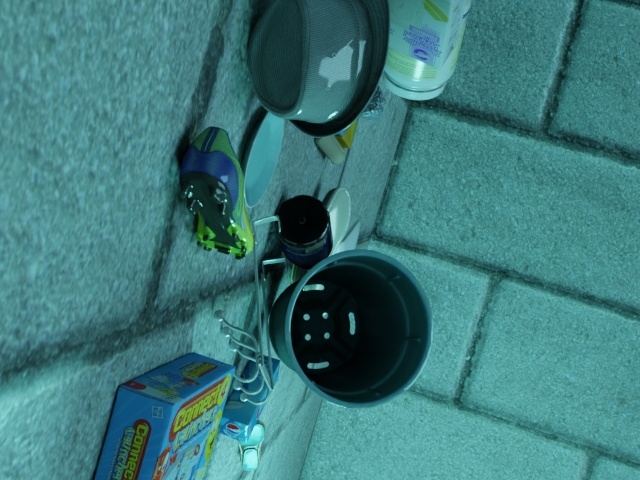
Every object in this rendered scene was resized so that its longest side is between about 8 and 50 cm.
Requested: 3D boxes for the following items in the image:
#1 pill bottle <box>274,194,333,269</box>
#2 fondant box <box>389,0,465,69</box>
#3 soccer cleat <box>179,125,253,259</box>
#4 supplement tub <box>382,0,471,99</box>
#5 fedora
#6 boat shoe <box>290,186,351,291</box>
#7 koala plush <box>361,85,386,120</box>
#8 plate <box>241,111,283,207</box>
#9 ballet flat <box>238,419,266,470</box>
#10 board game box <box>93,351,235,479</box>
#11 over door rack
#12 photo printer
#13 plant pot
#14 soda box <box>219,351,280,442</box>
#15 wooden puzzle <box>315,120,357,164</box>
[{"bbox_3d":[-0.033,-0.009,1.748,0.219,0.123,0.122,81,27,-70],"label":"pill bottle"},{"bbox_3d":[0.209,-0.565,1.778,0.096,0.238,0.330,-58,166,-15],"label":"fondant box"},{"bbox_3d":[-0.141,-0.061,1.139,0.289,0.094,0.121,86,16,-66],"label":"soccer cleat"},{"bbox_3d":[0.306,-0.610,2.299,0.324,0.236,0.235,97,14,-48],"label":"supplement tub"},{"bbox_3d":[-0.023,-0.292,1.169,0.124,0.244,0.275,-13,129,-45],"label":"fedora"},{"bbox_3d":[-0.003,-0.001,2.038,0.109,0.091,0.304,25,79,-46],"label":"boat shoe"},{"bbox_3d":[0.038,-0.296,1.484,0.221,0.196,0.203,60,33,-72],"label":"koala plush"},{"bbox_3d":[-0.108,-0.151,1.368,0.188,0.024,0.188,18,90,-80],"label":"plate"},{"bbox_3d":[-0.186,0.524,2.030,0.067,0.073,0.206,-104,-158,-50],"label":"ballet flat"},{"bbox_3d":[-0.255,0.353,1.215,0.308,0.086,0.301,-8,115,-80],"label":"board game box"},{"bbox_3d":[-0.138,0.142,1.525,0.239,0.108,0.324,88,8,-68],"label":"over door rack"},{"bbox_3d":[0.022,0.069,2.250,0.307,0.107,0.256,-48,153,-69],"label":"photo printer"},{"bbox_3d":[0.037,0.205,1.801,0.341,0.341,0.334,-71,-165,-12],"label":"plant pot"},{"bbox_3d":[-0.164,0.364,1.803,0.210,0.071,0.067,-62,165,-49],"label":"soda box"},{"bbox_3d":[0.064,-0.324,1.925,0.221,0.044,0.238,37,71,-73],"label":"wooden puzzle"}]
